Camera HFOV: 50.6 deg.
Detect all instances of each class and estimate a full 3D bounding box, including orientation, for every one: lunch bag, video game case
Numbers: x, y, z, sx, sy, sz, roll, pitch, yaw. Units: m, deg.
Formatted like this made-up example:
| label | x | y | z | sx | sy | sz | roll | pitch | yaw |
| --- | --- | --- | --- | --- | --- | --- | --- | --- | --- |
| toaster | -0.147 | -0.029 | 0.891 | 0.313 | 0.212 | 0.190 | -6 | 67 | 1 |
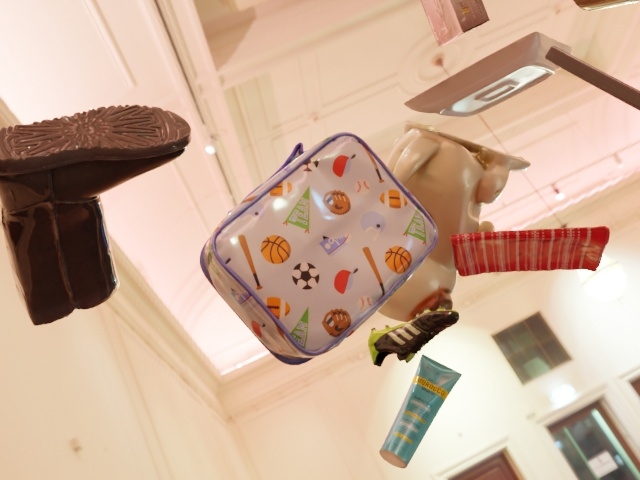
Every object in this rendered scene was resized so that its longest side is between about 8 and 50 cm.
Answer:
| label | x | y | z | sx | sy | sz | roll | pitch | yaw |
| --- | --- | --- | --- | --- | --- | --- | --- | --- | --- |
| lunch bag | 0.000 | 0.000 | 0.931 | 0.303 | 0.243 | 0.115 | -41 | -3 | -26 |
| video game case | 0.482 | -0.203 | 1.008 | 0.274 | 0.196 | 0.026 | 10 | -62 | -36 |

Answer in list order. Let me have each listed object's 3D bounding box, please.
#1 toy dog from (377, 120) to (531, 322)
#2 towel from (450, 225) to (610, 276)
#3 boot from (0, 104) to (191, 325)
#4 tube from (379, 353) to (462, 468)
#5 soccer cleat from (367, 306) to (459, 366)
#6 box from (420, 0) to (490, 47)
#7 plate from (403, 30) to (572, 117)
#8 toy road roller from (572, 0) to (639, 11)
| label | x | y | z | sx | sy | sz | roll | pitch | yaw |
| --- | --- | --- | --- | --- | --- | --- | --- | --- | --- |
| toy dog | 0.232 | -0.018 | 1.433 | 0.395 | 0.284 | 0.408 | -25 | -46 | -68 |
| towel | 0.388 | 0.024 | 1.273 | 0.274 | 0.031 | 0.199 | -3 | -21 | 13 |
| boot | -0.443 | -0.038 | 1.360 | 0.367 | 0.146 | 0.445 | -10 | -45 | -20 |
| tube | 0.173 | 0.299 | 1.195 | 0.207 | 0.080 | 0.052 | -54 | -13 | -32 |
| soccer cleat | 0.161 | 0.167 | 1.160 | 0.179 | 0.072 | 0.060 | -25 | -34 | 29 |
| box | 0.222 | -0.486 | 1.251 | 0.056 | 0.231 | 0.183 | -24 | 9 | 1 |
| plate | 0.338 | -0.307 | 1.327 | 0.277 | 0.045 | 0.278 | -24 | -6 | 33 |
| toy road roller | 0.423 | -0.539 | 1.048 | 0.240 | 0.330 | 0.202 | -4 | 10 | -23 |
